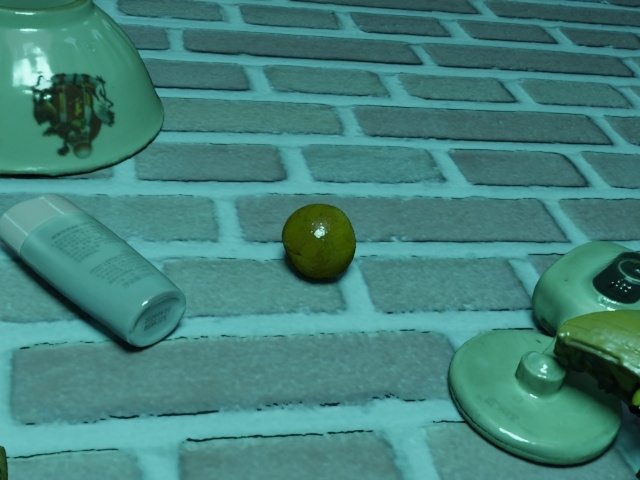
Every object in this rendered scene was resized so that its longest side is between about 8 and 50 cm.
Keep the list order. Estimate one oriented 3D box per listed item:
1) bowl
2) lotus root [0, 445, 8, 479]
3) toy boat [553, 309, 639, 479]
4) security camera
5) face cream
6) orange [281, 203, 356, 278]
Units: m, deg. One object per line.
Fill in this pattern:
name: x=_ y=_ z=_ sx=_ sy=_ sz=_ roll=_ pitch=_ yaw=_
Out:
bowl: x=-0.353 y=-0.228 z=1.017 sx=0.337 sy=0.158 sz=0.337 roll=8 pitch=34 yaw=-5
lotus root: x=-0.203 y=0.214 z=0.403 sx=0.182 sy=0.183 sz=0.310 roll=5 pitch=30 yaw=-8
toy boat: x=0.314 y=0.173 z=0.657 sx=0.121 sy=0.089 sz=0.321 roll=-44 pitch=65 yaw=-10
security camera: x=0.244 y=0.093 z=0.798 sx=0.157 sy=0.080 sz=0.301 roll=34 pitch=43 yaw=29
face cream: x=-0.213 y=0.024 z=0.784 sx=0.198 sy=0.057 sz=0.084 roll=32 pitch=39 yaw=31
orange: x=0.000 y=0.000 z=0.864 sx=0.085 sy=0.085 sz=0.085 roll=7 pitch=35 yaw=-5
